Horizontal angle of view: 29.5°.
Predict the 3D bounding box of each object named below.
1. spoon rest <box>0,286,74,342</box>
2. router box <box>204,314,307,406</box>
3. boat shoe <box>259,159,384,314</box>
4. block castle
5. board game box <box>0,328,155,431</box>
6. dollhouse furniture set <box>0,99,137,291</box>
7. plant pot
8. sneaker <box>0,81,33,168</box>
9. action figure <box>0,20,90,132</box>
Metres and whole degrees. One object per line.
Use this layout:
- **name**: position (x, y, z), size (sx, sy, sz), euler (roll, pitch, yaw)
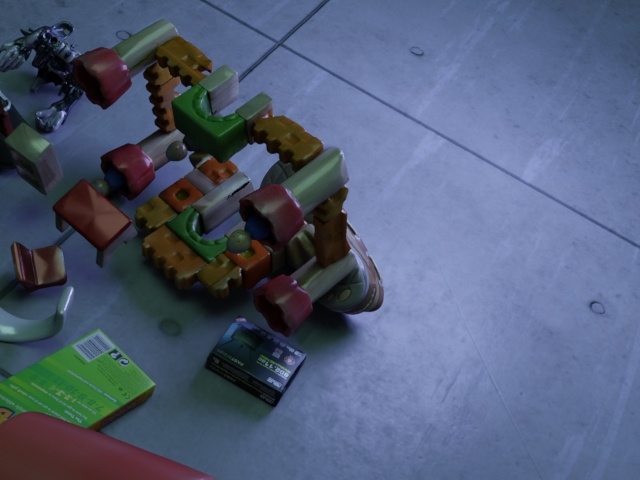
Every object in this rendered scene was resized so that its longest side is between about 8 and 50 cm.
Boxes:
- **spoon rest**: position (-0.479, 0.091, 1.671), size (0.276, 0.084, 0.137), euler (8, 41, 3)
- **router box**: position (-0.094, 0.175, 1.773), size (0.122, 0.038, 0.092), euler (29, 42, 6)
- **boat shoe**: position (0.000, 0.000, 1.958), size (0.116, 0.123, 0.324), euler (27, 28, -49)
- **block castle**: position (-0.170, -0.084, 1.778), size (0.213, 0.303, 0.453), euler (-39, 60, -23)
- **board game box**: position (-0.355, 0.217, 1.613), size (0.124, 0.039, 0.259), euler (41, 41, 19)
- **dollhouse furniture set**: position (-0.469, -0.081, 1.736), size (0.374, 0.152, 0.201), euler (39, 72, 12)
- **plant pot**: position (-0.277, 0.332, 1.375), size (0.243, 0.275, 0.275), euler (27, 40, 19)
- **sneaker**: position (-0.570, -0.241, 1.913), size (0.330, 0.146, 0.122), euler (35, 41, 10)
- **action figure**: position (-0.447, -0.277, 1.987), size (0.141, 0.275, 0.164), euler (-44, 104, -12)
